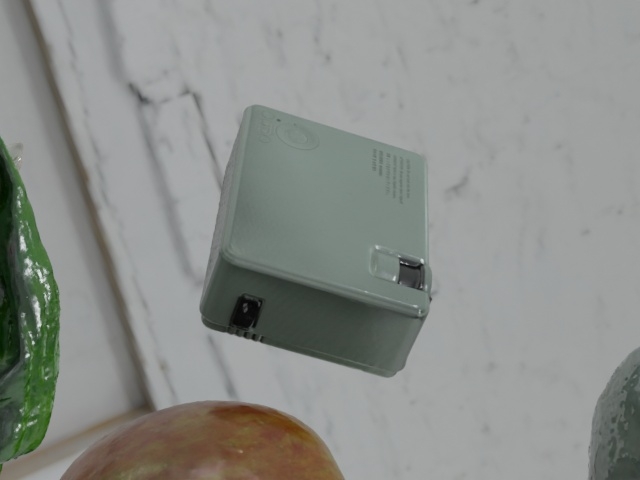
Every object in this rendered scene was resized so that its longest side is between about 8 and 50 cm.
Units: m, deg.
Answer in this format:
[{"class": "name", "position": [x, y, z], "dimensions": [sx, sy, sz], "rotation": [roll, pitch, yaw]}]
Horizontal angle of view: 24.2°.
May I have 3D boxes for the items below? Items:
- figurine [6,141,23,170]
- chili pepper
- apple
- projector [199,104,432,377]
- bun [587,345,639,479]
[{"class": "figurine", "position": [-0.353, -0.035, 1.494], "dimensions": [0.081, 0.146, 0.098], "rotation": [-30, -101, 64]}, {"class": "chili pepper", "position": [-0.217, 0.041, 0.953], "dimensions": [0.074, 0.100, 0.257], "rotation": [-155, -122, -79]}, {"class": "apple", "position": [-0.080, 0.262, 1.217], "dimensions": [0.277, 0.250, 0.309], "rotation": [56, -1, 4]}, {"class": "projector", "position": [0.000, 0.000, 1.353], "dimensions": [0.256, 0.192, 0.099], "rotation": [-86, -167, -55]}, {"class": "bun", "position": [0.401, 0.206, 1.231], "dimensions": [0.211, 0.362, 0.362], "rotation": [-50, 120, -76]}]
